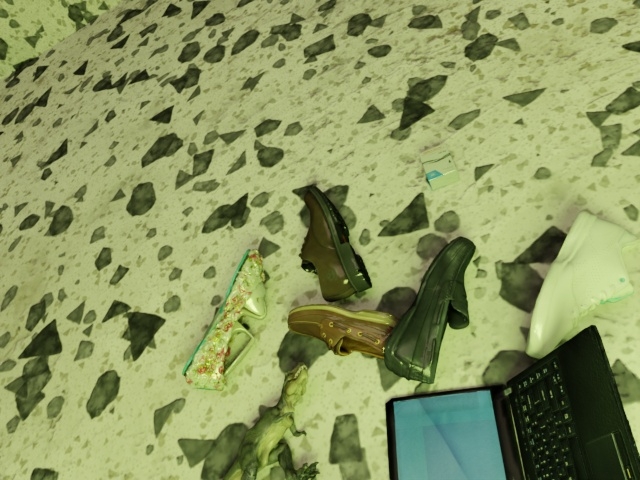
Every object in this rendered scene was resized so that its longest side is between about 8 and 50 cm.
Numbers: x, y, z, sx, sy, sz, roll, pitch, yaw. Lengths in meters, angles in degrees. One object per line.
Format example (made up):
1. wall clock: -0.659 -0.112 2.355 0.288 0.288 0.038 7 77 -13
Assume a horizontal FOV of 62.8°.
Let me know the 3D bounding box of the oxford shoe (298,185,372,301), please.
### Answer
1. oxford shoe: 0.000 0.000 0.846 0.096 0.083 0.227 -29 47 12

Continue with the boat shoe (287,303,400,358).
1. boat shoe: 0.027 0.131 0.747 0.178 0.064 0.060 2 57 26

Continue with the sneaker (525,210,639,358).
1. sneaker: 0.324 0.059 0.640 0.094 0.080 0.212 25 70 26

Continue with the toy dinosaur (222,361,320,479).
1. toy dinosaur: -0.078 0.294 0.692 0.268 0.064 0.118 -49 43 -8

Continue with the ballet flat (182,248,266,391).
1. ballet flat: -0.132 0.130 0.836 0.077 0.091 0.240 23 72 5

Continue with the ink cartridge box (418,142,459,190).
1. ink cartridge box: 0.194 -0.128 0.869 0.048 0.028 0.083 -21 49 13

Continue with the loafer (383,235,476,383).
1. loafer: 0.163 0.090 0.696 0.078 0.076 0.223 21 60 25

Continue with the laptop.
1. laptop: 0.179 0.240 0.538 0.137 0.264 0.234 8 54 -11
